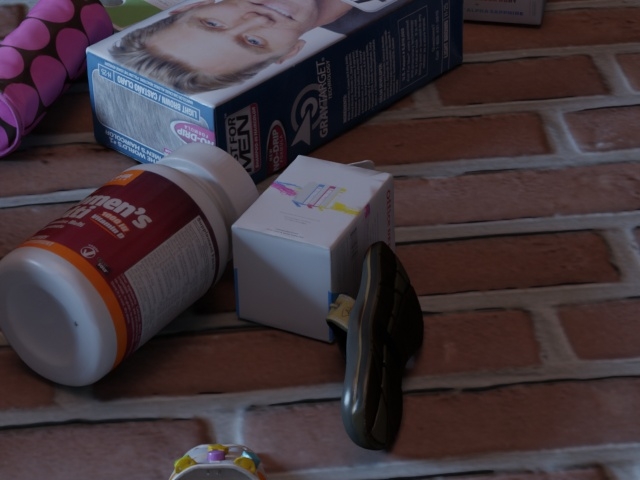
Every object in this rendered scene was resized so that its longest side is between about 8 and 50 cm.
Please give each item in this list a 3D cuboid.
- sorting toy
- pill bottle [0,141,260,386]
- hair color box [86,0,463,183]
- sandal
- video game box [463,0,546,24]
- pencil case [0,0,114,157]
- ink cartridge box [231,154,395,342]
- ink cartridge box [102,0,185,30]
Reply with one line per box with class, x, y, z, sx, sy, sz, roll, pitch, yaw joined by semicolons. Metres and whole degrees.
sorting toy;-0.074;0.165;1.395;0.083;0.045;0.075;-1;14;0
pill bottle;-0.150;0.013;1.545;0.121;0.121;0.221;19;39;28
hair color box;-0.036;-0.177;1.840;0.174;0.105;0.347;25;43;35
sandal;0.034;0.080;1.491;0.060;0.090;0.219;-14;36;21
video game box;0.156;-0.299;2.068;0.187;0.048;0.205;7;34;10
pencil case;-0.276;-0.159;1.839;0.095;0.098;0.209;47;39;-9
ink cartridge box;0.000;0.000;1.584;0.090;0.092;0.143;13;35;22
ink cartridge box;-0.165;-0.264;2.021;0.235;0.056;0.171;-30;43;-33
